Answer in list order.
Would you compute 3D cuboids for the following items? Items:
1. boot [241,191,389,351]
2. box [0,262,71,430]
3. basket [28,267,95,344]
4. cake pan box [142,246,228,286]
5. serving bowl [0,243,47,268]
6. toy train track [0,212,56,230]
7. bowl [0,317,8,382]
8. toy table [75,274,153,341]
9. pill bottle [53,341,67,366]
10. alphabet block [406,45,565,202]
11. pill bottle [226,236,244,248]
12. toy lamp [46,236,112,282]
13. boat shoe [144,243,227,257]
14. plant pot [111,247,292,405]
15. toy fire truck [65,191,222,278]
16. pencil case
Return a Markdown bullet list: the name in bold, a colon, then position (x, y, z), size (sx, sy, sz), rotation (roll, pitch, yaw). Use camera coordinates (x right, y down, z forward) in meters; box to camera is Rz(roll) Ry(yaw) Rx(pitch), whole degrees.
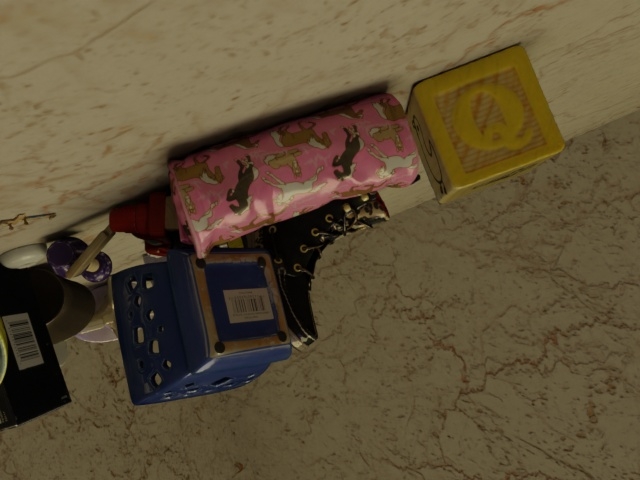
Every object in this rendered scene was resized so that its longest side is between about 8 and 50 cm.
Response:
- **boot**: position (0.000, 0.000, 1.214), size (0.284, 0.377, 0.138), rotation (-26, 144, 10)
- **box**: position (-0.670, 0.222, 1.128), size (0.294, 0.296, 0.183), rotation (-20, 176, 8)
- **basket**: position (-0.619, 0.145, 1.376), size (0.205, 0.154, 0.227), rotation (-20, 172, -19)
- **cake pan box**: position (-0.314, 0.112, 1.664), size (0.267, 0.245, 0.070), rotation (-21, 179, -7)
- **serving bowl**: position (-0.540, 0.033, 1.127), size (0.083, 0.027, 0.083), rotation (-21, 175, -2)
- **toy train track**: position (-0.442, -0.028, 0.937), size (0.048, 0.014, 0.083), rotation (-24, 174, 41)
- **bowl**: position (-0.618, 0.128, 0.924), size (0.290, 0.289, 0.156), rotation (-20, -143, -5)
- **toy table**: position (-0.608, 0.219, 1.848), size (0.274, 0.252, 0.161), rotation (-27, -164, -29)
- **pill bottle**: position (-0.869, 0.298, 1.552), size (0.393, 0.223, 0.224), rotation (-20, 175, -5)
- **alphabet block**: position (0.272, -0.190, 1.067), size (0.194, 0.192, 0.197), rotation (-22, 174, 2)
- **pill bottle**: position (-0.152, 0.012, 1.419), size (0.119, 0.208, 0.119), rotation (-20, 175, -2)
- **toy lamp**: position (-0.473, 0.039, 1.212), size (0.080, 0.080, 0.275), rotation (-20, 178, -10)
- **boat shoe**: position (-0.291, 0.005, 1.499), size (0.258, 0.084, 0.095), rotation (-19, 175, -16)
- **plant pot**: position (-0.191, 0.134, 1.054), size (0.236, 0.235, 0.212), rotation (1, 158, -45)
- **toy fire truck**: position (-0.315, -0.005, 1.119), size (0.247, 0.158, 0.217), rotation (-1, 170, 2)
- **pencil case**: position (-0.043, -0.102, 0.953), size (0.386, 0.167, 0.160), rotation (-19, -152, -12)
